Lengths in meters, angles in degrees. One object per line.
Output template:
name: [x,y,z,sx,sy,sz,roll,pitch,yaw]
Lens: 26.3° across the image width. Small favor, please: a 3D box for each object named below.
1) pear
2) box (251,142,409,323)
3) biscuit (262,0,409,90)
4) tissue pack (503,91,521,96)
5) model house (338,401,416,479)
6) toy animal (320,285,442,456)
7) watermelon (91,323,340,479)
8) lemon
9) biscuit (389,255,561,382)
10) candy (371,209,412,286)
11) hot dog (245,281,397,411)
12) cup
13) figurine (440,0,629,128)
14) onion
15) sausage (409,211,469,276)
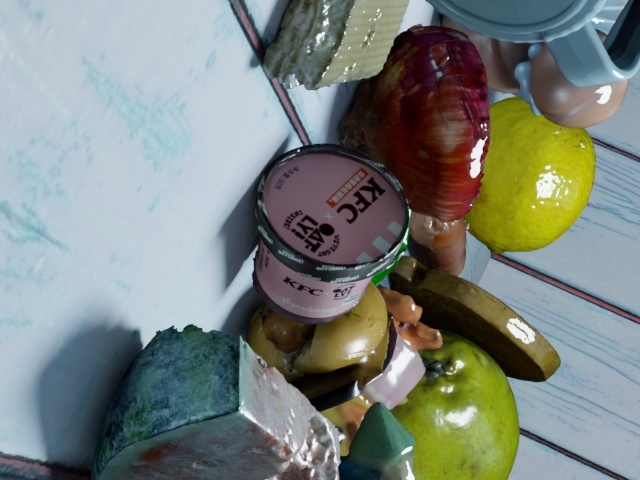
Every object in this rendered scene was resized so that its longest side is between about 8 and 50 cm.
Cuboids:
pear: [0.164,0.324,2.270,0.352,0.352,0.413,-57,175,-33]
box: [0.000,0.000,1.378,0.151,0.151,0.135,-56,173,-36]
biscuit: [0.021,-0.198,1.266,0.108,0.062,0.239,-69,167,16]
tissue pack: [0.396,-0.342,2.469,0.148,0.092,0.246,-63,168,-4]
model house: [-0.009,0.299,1.556,0.245,0.312,0.280,-35,113,-60]
toy animal: [0.037,0.205,1.884,0.195,0.169,0.281,49,59,-39]
watermelon: [-0.082,0.160,1.209,0.318,0.226,0.148,116,-21,-56]
lemon: [0.342,-0.113,2.332,0.267,0.267,0.267,-60,166,-24]
biscuit: [0.242,0.122,2.276,0.063,0.314,0.367,-52,-167,-11]
candy: [0.071,0.012,1.847,0.203,0.078,0.141,-53,163,-25]
hot dog: [-0.015,0.094,1.553,0.326,0.194,0.107,-111,-177,-79]
cup: [0.233,-0.355,1.380,0.311,0.256,0.331,-54,152,-34]
figurine: [0.303,-0.304,1.820,0.388,0.248,0.277,-39,112,-57]
onion: [0.100,-0.130,1.545,0.230,0.163,0.230,177,-90,-86]
sausage: [0.199,-0.001,2.297,0.094,0.094,0.419,-54,167,-5]
